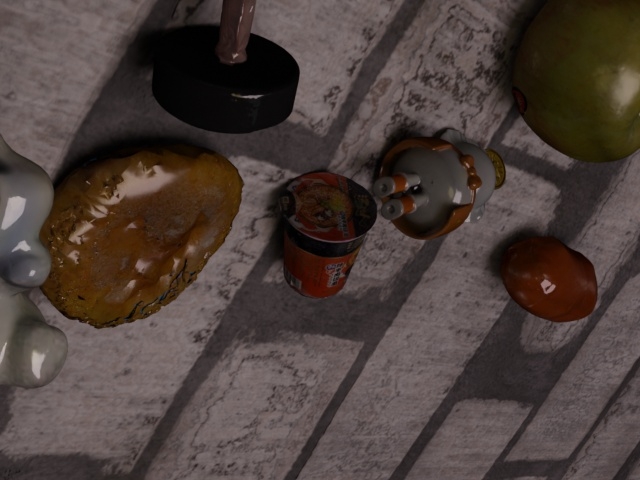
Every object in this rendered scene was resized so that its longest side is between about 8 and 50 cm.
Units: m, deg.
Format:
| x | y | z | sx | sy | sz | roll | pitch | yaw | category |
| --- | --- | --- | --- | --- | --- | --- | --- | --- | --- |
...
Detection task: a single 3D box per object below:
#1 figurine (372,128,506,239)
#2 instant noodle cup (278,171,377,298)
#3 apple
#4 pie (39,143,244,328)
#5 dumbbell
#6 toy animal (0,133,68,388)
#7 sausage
| x | y | z | sx | sy | sz | roll | pitch | yaw | category |
| --- | --- | --- | --- | --- | --- | --- | --- | --- | --- |
| 0.177 | -0.083 | 1.508 | 0.271 | 0.143 | 0.143 | -17 | 134 | -32 | figurine |
| 0.002 | 0.001 | 1.428 | 0.127 | 0.127 | 0.136 | -23 | 145 | -29 | instant noodle cup |
| 0.387 | -0.233 | 1.525 | 0.261 | 0.194 | 0.261 | -34 | 147 | -26 | apple |
| -0.201 | -0.007 | 1.254 | 0.273 | 0.069 | 0.273 | -25 | 142 | -22 | pie |
| -0.083 | -0.233 | 1.091 | 0.152 | 0.152 | 0.218 | -15 | 133 | -36 | dumbbell |
| -0.363 | -0.031 | 0.973 | 0.196 | 0.241 | 0.368 | -20 | 122 | -43 | toy animal |
| 0.392 | 0.072 | 1.862 | 0.133 | 0.133 | 0.258 | -54 | 145 | 9 | sausage |
